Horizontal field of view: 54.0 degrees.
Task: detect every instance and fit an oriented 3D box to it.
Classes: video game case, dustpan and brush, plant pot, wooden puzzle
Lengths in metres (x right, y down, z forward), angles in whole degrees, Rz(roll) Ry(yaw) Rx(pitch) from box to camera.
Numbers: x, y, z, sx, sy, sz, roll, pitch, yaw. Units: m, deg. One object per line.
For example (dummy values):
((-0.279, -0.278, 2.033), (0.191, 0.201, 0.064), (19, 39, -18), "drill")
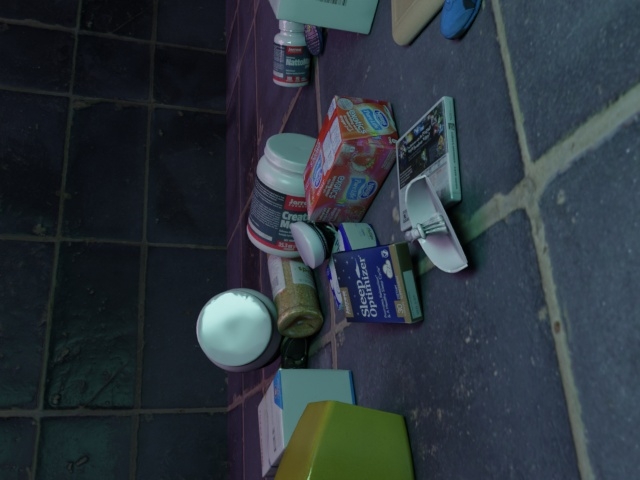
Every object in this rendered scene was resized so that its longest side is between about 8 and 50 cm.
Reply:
((0.177, -0.121, 1.054), (0.190, 0.022, 0.173), (139, 131, -68), "video game case")
((0.163, -0.016, 0.984), (0.211, 0.060, 0.147), (10, -124, -84), "dustpan and brush")
((0.046, 0.391, 1.112), (0.212, 0.212, 0.187), (136, 147, -66), "plant pot")
((0.178, -0.495, 1.092), (0.221, 0.044, 0.239), (146, 120, -69), "wooden puzzle")

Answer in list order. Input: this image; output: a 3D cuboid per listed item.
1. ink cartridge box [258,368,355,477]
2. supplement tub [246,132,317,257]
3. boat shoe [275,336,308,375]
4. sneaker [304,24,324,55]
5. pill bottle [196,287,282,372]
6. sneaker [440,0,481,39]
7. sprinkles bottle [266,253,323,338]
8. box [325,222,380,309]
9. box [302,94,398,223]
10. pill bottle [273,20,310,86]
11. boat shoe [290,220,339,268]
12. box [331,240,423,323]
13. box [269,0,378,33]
((-0.033, 0.407, 1.393), (0.233, 0.168, 0.171), (117, 151, -53), "ink cartridge box")
((-0.076, -0.112, 1.587), (0.191, 0.191, 0.272), (-110, 28, -52), "supplement tub")
((-0.069, 0.332, 1.696), (0.073, 0.080, 0.224), (-118, 33, -42), "boat shoe")
((-0.012, -0.578, 1.712), (0.053, 0.059, 0.144), (-5, 97, 41), "sneaker")
((-0.210, 0.251, 1.736), (0.392, 0.223, 0.224), (83, -174, -79), "pill bottle")
((0.204, -0.392, 0.913), (0.209, 0.082, 0.069), (111, 154, -48), "sneaker")
((-0.080, 0.088, 1.685), (0.355, 0.121, 0.121), (-104, 24, -43), "sprinkles bottle")
((0.070, 0.053, 1.285), (0.126, 0.072, 0.137), (-108, 28, -49), "box")
((0.055, -0.156, 1.281), (0.257, 0.122, 0.128), (117, 152, -53), "box")
((-0.080, -0.537, 1.785), (0.108, 0.107, 0.180), (-115, 24, -57), "pill bottle")
((0.000, 0.000, 1.411), (0.108, 0.102, 0.301), (63, 176, 5), "boat shoe")
((0.087, 0.081, 1.137), (0.225, 0.036, 0.137), (-11, 92, 58), "box")
((-0.009, -0.623, 1.422), (0.345, 0.214, 0.168), (-109, 28, -50), "box")
